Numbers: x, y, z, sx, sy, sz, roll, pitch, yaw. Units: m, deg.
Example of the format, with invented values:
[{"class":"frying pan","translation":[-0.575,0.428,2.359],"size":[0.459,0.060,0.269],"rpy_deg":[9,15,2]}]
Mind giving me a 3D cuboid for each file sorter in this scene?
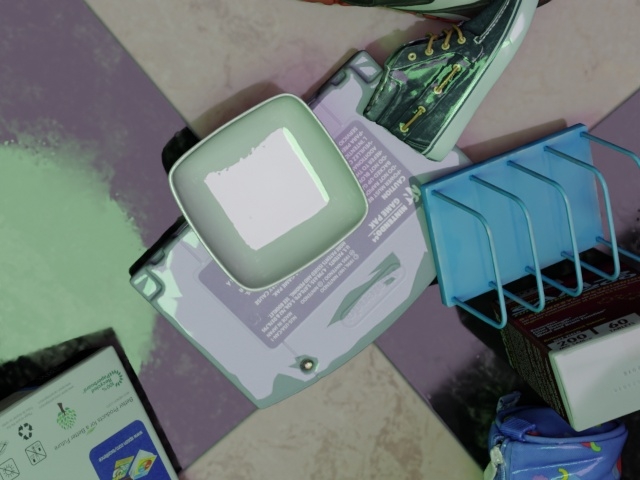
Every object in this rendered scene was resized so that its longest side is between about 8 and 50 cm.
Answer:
[{"class":"file sorter","translation":[0.193,-0.011,1.558],"size":[0.170,0.104,0.118],"rpy_deg":[-21,115,-20]}]

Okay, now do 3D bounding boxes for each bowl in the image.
[{"class":"bowl","translation":[-0.046,-0.042,1.532],"size":[0.142,0.053,0.142],"rpy_deg":[-34,100,-2]}]

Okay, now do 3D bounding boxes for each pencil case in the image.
[{"class":"pencil case","translation":[0.200,0.298,1.626],"size":[0.133,0.119,0.306],"rpy_deg":[2,98,-24]}]

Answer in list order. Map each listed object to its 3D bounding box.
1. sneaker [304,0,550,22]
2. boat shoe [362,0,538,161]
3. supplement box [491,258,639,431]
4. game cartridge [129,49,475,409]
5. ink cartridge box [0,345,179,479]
[{"class":"sneaker","translation":[0.088,-0.240,1.532],"size":[0.276,0.135,0.097],"rpy_deg":[5,95,-9]},{"class":"boat shoe","translation":[0.112,-0.160,1.518],"size":[0.083,0.065,0.183],"rpy_deg":[29,105,-10]},{"class":"supplement box","translation":[0.239,0.084,1.540],"size":[0.130,0.239,0.073],"rpy_deg":[-19,99,-4]},{"class":"game cartridge","translation":[0.000,0.000,1.596],"size":[0.294,0.060,0.196],"rpy_deg":[-44,97,1]},{"class":"ink cartridge box","translation":[-0.184,0.275,1.567],"size":[0.165,0.065,0.332],"rpy_deg":[-32,100,-38]}]
